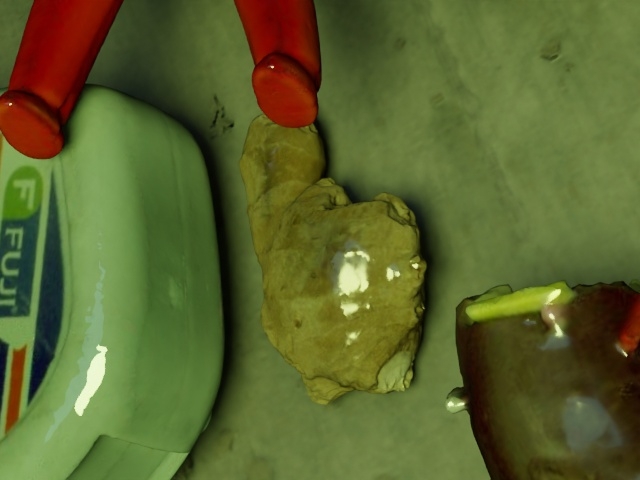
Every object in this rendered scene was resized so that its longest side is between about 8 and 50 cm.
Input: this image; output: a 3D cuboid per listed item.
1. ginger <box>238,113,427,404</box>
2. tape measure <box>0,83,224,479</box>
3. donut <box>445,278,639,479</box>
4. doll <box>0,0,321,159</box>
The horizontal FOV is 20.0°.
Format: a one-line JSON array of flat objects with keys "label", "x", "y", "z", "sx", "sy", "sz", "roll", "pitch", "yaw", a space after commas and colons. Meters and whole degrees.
[{"label": "ginger", "x": 0.006, "y": -0.003, "z": 0.885, "sx": 0.096, "sy": 0.067, "sz": 0.165, "roll": -38, "pitch": 61, "yaw": 40}, {"label": "tape measure", "x": -0.163, "y": 0.048, "z": 0.931, "sx": 0.246, "sy": 0.125, "sz": 0.243, "roll": -2, "pitch": 77, "yaw": 29}, {"label": "donut", "x": 0.223, "y": 0.059, "z": 0.720, "sx": 0.345, "sy": 0.136, "sz": 0.259, "roll": -36, "pitch": 61, "yaw": 18}, {"label": "doll", "x": -0.067, "y": -0.217, "z": 0.905, "sx": 0.188, "sy": 0.099, "sz": 0.384, "roll": -8, "pitch": 57, "yaw": 14}]
